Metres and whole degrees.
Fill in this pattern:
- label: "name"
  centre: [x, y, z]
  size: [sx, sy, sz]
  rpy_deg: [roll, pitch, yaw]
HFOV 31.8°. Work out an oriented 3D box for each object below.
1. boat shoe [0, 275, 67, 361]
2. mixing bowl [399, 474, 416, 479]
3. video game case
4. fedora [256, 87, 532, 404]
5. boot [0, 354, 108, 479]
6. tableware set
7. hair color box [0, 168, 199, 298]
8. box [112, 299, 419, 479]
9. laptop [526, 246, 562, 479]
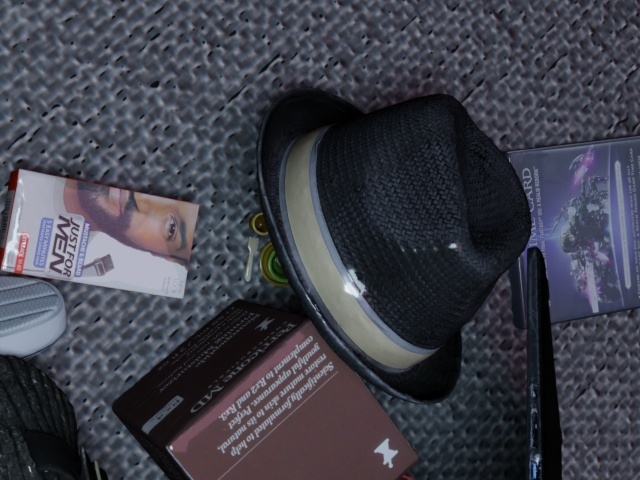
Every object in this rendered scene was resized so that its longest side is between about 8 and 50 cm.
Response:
- label: "boat shoe"
  centre: [-0.364, 0.109, 0.950]
  size: [0.302, 0.109, 0.094]
  rpy_deg: [-14, 127, -20]
- label: "mixing bowl"
  centre: [0.021, 0.299, 1.098]
  size: [0.181, 0.098, 0.181]
  rpy_deg: [-8, 104, -33]
- label: "video game case"
  centre: [0.332, -0.017, 1.268]
  size: [0.274, 0.026, 0.196]
  rpy_deg: [-8, 95, -21]
- label: "fedora"
  centre: [0.088, -0.027, 1.004]
  size: [0.153, 0.334, 0.334]
  rpy_deg: [-31, 109, 26]
- label: "boot"
  centre: [-0.218, 0.278, 0.943]
  size: [0.131, 0.260, 0.348]
  rpy_deg: [-22, 137, -23]
- label: "tableware set"
  centre: [0.000, 0.000, 1.128]
  size: [0.154, 0.024, 0.104]
  rpy_deg: [8, 89, -23]
- label: "hair color box"
  centre: [-0.204, -0.005, 1.027]
  size: [0.167, 0.053, 0.093]
  rpy_deg: [10, 87, -24]
- label: "box"
  centre: [-0.056, 0.173, 1.014]
  size: [0.168, 0.203, 0.167]
  rpy_deg: [-40, 106, -17]
- label: "laptop"
  centre: [0.098, 0.280, 1.019]
  size: [0.236, 0.382, 0.407]
  rpy_deg: [-2, 55, 13]
